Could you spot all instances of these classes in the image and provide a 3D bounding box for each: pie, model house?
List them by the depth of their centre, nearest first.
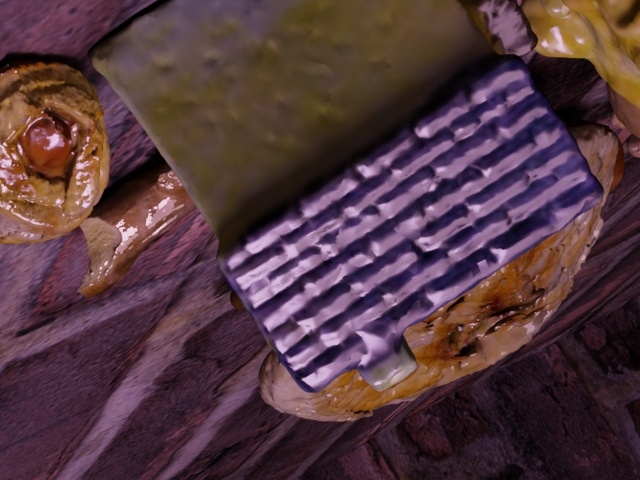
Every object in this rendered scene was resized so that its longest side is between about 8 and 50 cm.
[{"bbox_3d":[0.029,-0.045,0.933,0.194,0.211,0.170,-33,165,0],"label":"model house"},{"bbox_3d":[0.103,0.034,1.409,0.339,0.077,0.339,-34,159,-15],"label":"pie"}]

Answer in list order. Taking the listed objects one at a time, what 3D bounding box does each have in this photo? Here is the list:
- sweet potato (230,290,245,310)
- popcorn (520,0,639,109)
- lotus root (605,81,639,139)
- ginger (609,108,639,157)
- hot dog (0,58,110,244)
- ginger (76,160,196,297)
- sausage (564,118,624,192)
[{"bbox_3d":[-0.002,0.002,1.385,0.249,0.059,0.069,-40,-158,40],"label":"sweet potato"},{"bbox_3d":[0.232,-0.161,1.023,0.235,0.181,0.217,-29,172,29],"label":"popcorn"},{"bbox_3d":[0.291,-0.136,1.280,0.169,0.151,0.342,16,154,-7],"label":"lotus root"},{"bbox_3d":[0.303,-0.144,1.551,0.149,0.065,0.258,-46,160,7],"label":"ginger"},{"bbox_3d":[-0.138,-0.034,0.914,0.078,0.061,0.169,-30,168,-14],"label":"hot dog"},{"bbox_3d":[-0.101,-0.023,1.100,0.137,0.044,0.057,-40,137,11],"label":"ginger"},{"bbox_3d":[0.154,-0.041,1.547,0.302,0.076,0.103,-22,171,-32],"label":"sausage"}]
